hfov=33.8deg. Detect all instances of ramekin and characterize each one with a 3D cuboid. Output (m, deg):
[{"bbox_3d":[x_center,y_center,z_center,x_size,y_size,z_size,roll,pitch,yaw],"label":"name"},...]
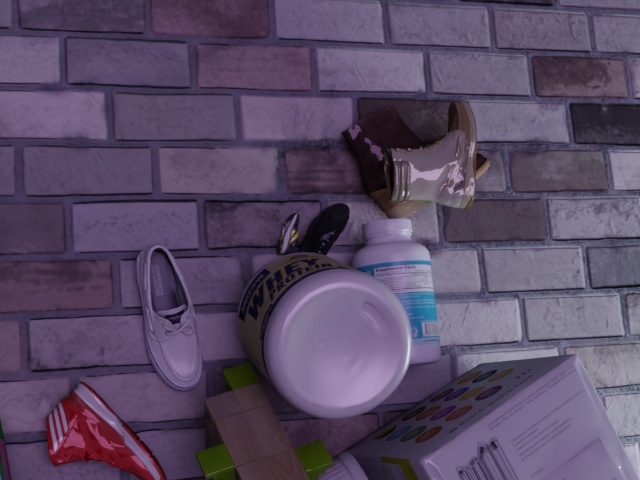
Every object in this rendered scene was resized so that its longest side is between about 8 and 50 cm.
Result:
[{"bbox_3d":[0.039,0.472,1.783,0.109,0.207,0.207,-23,88,-12],"label":"ramekin"}]

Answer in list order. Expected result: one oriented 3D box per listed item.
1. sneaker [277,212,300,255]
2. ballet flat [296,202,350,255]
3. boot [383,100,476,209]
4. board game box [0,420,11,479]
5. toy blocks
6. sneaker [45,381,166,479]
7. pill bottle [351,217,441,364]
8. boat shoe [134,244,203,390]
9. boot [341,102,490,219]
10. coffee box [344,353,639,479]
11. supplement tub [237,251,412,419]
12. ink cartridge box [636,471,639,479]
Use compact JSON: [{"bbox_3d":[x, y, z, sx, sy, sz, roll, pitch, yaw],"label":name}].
[{"bbox_3d":[-0.053,-0.010,1.931,0.035,0.031,0.083,26,77,-27],"label":"sneaker"},{"bbox_3d":[0.000,0.000,1.944,0.057,0.049,0.173,26,66,19],"label":"ballet flat"},{"bbox_3d":[0.200,-0.165,1.937,0.165,0.077,0.213,4,72,-8],"label":"boot"},{"bbox_3d":[-0.580,0.445,1.586,0.242,0.064,0.317,-14,71,-7],"label":"board game box"},{"bbox_3d":[-0.093,0.428,1.698,0.190,0.261,0.381,-14,45,-20],"label":"toy blocks"},{"bbox_3d":[-0.365,0.353,1.741,0.128,0.087,0.221,-42,83,-12],"label":"sneaker"},{"bbox_3d":[0.134,0.097,1.909,0.146,0.146,0.264,-3,80,-19],"label":"pill bottle"},{"bbox_3d":[-0.261,0.132,1.802,0.095,0.084,0.258,-19,86,-21],"label":"boat shoe"},{"bbox_3d":[0.185,-0.171,2.003,0.248,0.090,0.207,-27,92,-17],"label":"boot"},{"bbox_3d":[0.303,0.428,1.805,0.337,0.334,0.338,-28,92,-22],"label":"coffee box"},{"bbox_3d":[-0.007,0.144,1.736,0.235,0.325,0.235,-2,97,-16],"label":"supplement tub"},{"bbox_3d":[0.586,0.541,2.012,0.148,0.086,0.203,13,77,-16],"label":"ink cartridge box"}]
